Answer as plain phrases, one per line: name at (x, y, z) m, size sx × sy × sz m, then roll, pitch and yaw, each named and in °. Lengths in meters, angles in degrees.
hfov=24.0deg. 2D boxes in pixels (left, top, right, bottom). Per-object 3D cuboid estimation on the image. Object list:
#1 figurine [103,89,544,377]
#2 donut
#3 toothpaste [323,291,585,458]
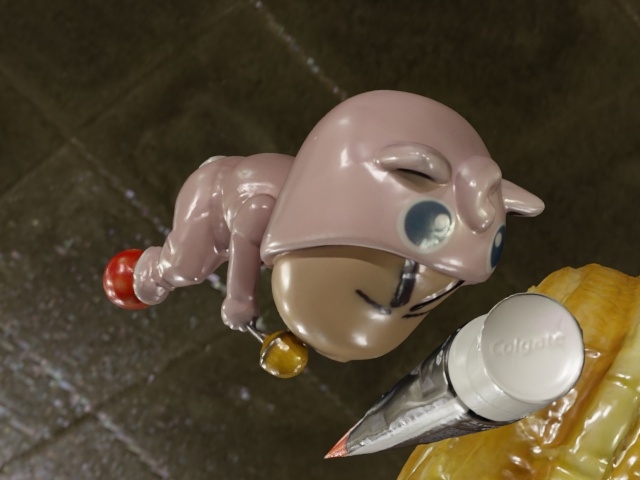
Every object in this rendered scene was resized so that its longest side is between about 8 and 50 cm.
figurine at (0.000, 0.000, 1.012) m, size 0.287 × 0.176 × 0.186 m, roll -2°, pitch 83°, yaw 32°
donut at (0.182, 0.209, 1.311) m, size 0.198 × 0.449 × 0.449 m, roll 34°, pitch 130°, yaw 7°
toothpaste at (0.055, 0.070, 0.668) m, size 0.045 × 0.071 × 0.193 m, roll 67°, pitch 161°, yaw 9°
